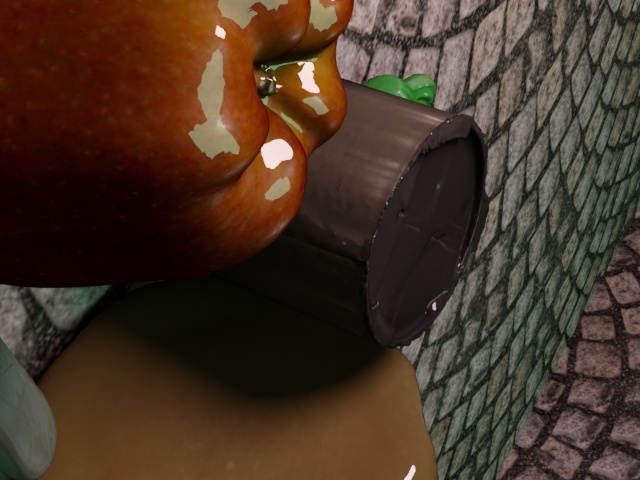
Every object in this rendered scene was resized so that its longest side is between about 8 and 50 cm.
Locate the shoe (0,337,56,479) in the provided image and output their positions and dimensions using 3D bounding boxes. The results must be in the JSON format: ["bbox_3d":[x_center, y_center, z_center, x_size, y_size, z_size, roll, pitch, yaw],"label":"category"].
[{"bbox_3d":[-0.291,0.100,0.721,0.103,0.100,0.251,-100,166,-49],"label":"shoe"}]

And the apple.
[{"bbox_3d":[-0.147,-0.112,0.604,0.288,0.316,0.288,10,90,-76],"label":"apple"}]

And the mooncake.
[{"bbox_3d":[-0.082,0.223,0.893,0.378,0.378,0.201,-49,154,-35],"label":"mooncake"}]

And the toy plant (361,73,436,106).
[{"bbox_3d":[0.079,-0.109,1.270,0.154,0.088,0.240,-27,144,-38],"label":"toy plant"}]

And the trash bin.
[{"bbox_3d":[-0.033,-0.049,0.848,0.252,0.301,0.203,-20,127,-58],"label":"trash bin"}]
